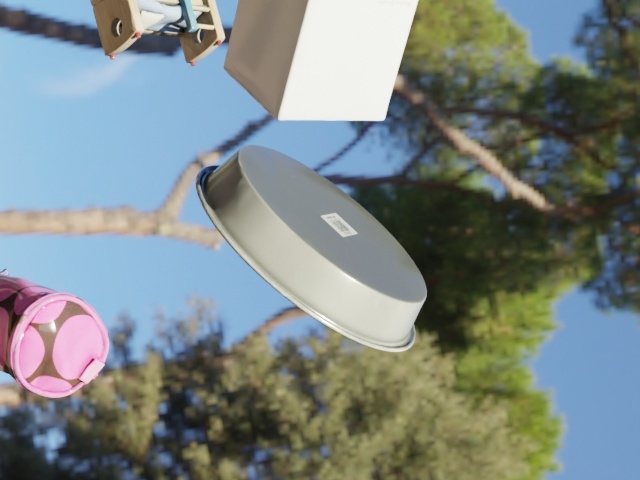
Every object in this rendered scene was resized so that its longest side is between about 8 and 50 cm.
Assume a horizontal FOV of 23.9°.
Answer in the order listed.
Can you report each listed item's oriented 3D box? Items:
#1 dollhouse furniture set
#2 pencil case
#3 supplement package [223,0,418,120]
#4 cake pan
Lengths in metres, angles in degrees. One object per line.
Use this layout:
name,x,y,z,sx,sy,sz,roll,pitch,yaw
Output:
dollhouse furniture set,-0.151,-0.292,1.665,0.183,0.129,0.129,-30,-110,43
pencil case,-0.251,0.072,1.233,0.209,0.095,0.098,14,-35,54
supplement package,0.006,-0.195,1.199,0.105,0.105,0.179,45,-52,45
cake pan,0.000,0.000,1.609,0.054,0.293,0.293,-50,-134,16
